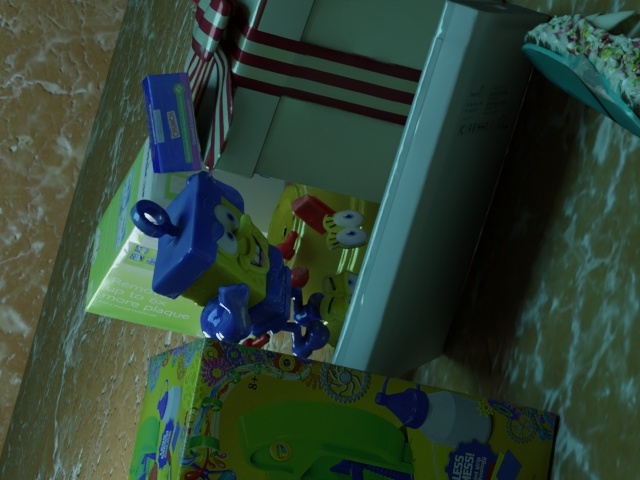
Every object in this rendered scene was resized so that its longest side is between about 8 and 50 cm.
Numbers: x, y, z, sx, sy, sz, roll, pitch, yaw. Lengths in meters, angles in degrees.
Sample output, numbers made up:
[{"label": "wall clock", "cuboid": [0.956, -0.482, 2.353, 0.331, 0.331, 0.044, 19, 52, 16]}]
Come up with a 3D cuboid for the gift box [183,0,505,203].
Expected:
[{"label": "gift box", "cuboid": [-0.004, -0.169, 1.815, 0.255, 0.258, 0.276, -113, 40, -64]}]

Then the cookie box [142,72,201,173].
[{"label": "cookie box", "cuboid": [-0.138, -0.107, 1.788, 0.107, 0.040, 0.091, -159, 62, -82]}]

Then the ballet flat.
[{"label": "ballet flat", "cuboid": [0.220, -0.122, 1.375, 0.077, 0.091, 0.241, -44, 24, 2]}]

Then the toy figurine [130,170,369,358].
[{"label": "toy figurine", "cuboid": [-0.101, 0.059, 1.726, 0.191, 0.217, 0.362, -35, 31, 29]}]

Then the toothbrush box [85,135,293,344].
[{"label": "toothbrush box", "cuboid": [-0.130, -0.004, 2.202, 0.283, 0.206, 0.122, 128, 151, -55]}]

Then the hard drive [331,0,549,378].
[{"label": "hard drive", "cuboid": [0.099, -0.041, 1.574, 0.203, 0.040, 0.307, -14, -57, -68]}]

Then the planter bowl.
[{"label": "planter bowl", "cuboid": [0.000, 0.000, 1.970, 0.217, 0.090, 0.217, -166, 90, -74]}]

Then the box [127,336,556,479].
[{"label": "box", "cuboid": [-0.004, 0.247, 1.442, 0.177, 0.279, 0.290, 155, 126, -70]}]

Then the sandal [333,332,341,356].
[{"label": "sandal", "cuboid": [0.034, 0.156, 1.791, 0.072, 0.049, 0.180, -116, 29, -48]}]
